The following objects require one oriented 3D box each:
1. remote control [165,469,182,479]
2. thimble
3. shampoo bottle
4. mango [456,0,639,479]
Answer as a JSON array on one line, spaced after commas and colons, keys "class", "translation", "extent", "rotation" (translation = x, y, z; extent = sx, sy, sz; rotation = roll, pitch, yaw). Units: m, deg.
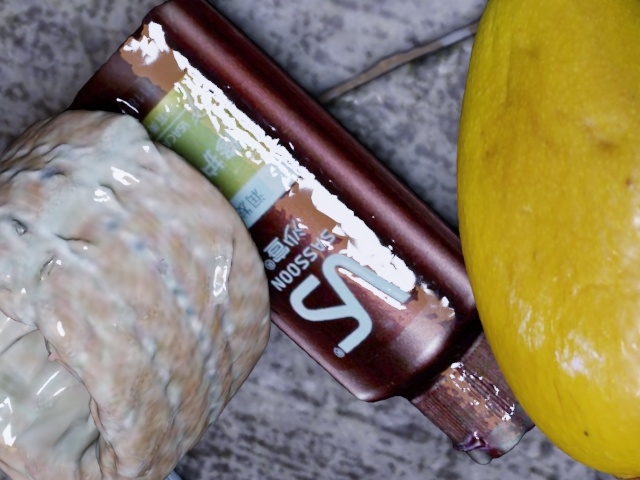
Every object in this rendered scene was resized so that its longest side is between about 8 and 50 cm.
[{"class": "remote control", "translation": [-0.129, 0.173, 1.204], "extent": [0.087, 0.047, 0.244], "rotation": [-32, 101, 21]}, {"class": "thimble", "translation": [-0.137, 0.047, 1.048], "extent": [0.196, 0.148, 0.229], "rotation": [41, 150, -5]}, {"class": "shampoo bottle", "translation": [0.000, 0.000, 1.072], "extent": [0.323, 0.084, 0.129], "rotation": [44, 121, -6]}, {"class": "mango", "translation": [0.156, -0.011, 0.985], "extent": [0.176, 0.119, 0.317], "rotation": [-19, 85, 38]}]
